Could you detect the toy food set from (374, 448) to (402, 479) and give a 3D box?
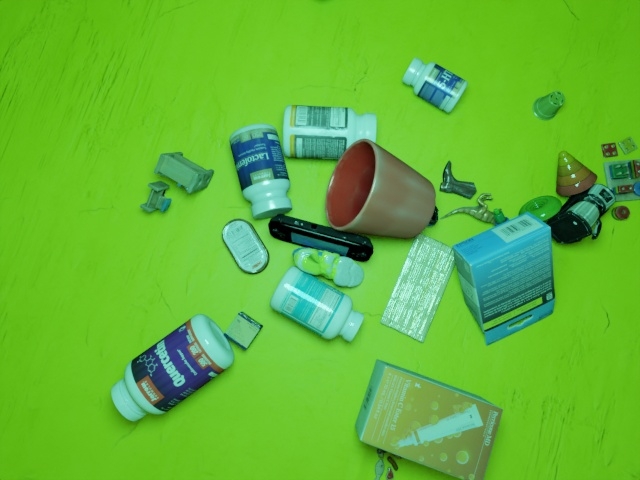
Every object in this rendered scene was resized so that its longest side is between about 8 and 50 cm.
[{"bbox_3d":[0.204,0.659,1.332,0.078,0.019,0.122,5,83,0],"label":"toy food set"}]

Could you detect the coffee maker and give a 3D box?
[{"bbox_3d":[0.785,-0.083,1.375,0.178,0.171,0.120,-37,108,-25],"label":"coffee maker"}]

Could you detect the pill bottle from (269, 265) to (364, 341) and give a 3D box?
[{"bbox_3d":[-0.007,0.197,1.325,0.264,0.146,0.146,30,84,3],"label":"pill bottle"}]

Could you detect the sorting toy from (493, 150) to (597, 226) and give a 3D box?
[{"bbox_3d":[0.668,-0.149,1.364,0.365,0.127,0.126,-36,108,-5],"label":"sorting toy"}]

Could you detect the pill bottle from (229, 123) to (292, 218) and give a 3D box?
[{"bbox_3d":[-0.178,-0.208,1.370,0.153,0.153,0.265,-15,84,-2],"label":"pill bottle"}]

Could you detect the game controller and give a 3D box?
[{"bbox_3d":[0.000,0.000,1.339,0.319,0.166,0.067,16,65,2],"label":"game controller"}]

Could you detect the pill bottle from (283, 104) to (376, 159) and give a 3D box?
[{"bbox_3d":[0.027,-0.333,1.383,0.278,0.162,0.162,3,83,-1],"label":"pill bottle"}]

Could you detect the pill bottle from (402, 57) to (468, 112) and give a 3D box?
[{"bbox_3d":[0.363,-0.503,1.431,0.187,0.112,0.112,31,84,3],"label":"pill bottle"}]

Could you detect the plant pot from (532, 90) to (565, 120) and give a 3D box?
[{"bbox_3d":[0.746,-0.443,1.443,0.083,0.079,0.083,0,84,-1],"label":"plant pot"}]

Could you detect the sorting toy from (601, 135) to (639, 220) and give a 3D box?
[{"bbox_3d":[0.995,-0.206,1.433,0.132,0.046,0.274,-5,83,-1],"label":"sorting toy"}]

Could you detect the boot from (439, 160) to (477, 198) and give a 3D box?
[{"bbox_3d":[0.449,-0.194,1.431,0.114,0.037,0.106,13,96,4],"label":"boot"}]

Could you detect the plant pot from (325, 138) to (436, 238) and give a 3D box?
[{"bbox_3d":[0.181,-0.126,1.299,0.243,0.275,0.275,18,82,-26],"label":"plant pot"}]

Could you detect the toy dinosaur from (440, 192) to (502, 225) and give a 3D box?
[{"bbox_3d":[0.500,-0.093,1.406,0.211,0.064,0.112,18,84,2],"label":"toy dinosaur"}]

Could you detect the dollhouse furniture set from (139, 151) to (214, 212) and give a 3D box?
[{"bbox_3d":[-0.444,-0.163,1.392,0.129,0.129,0.184,30,108,3],"label":"dollhouse furniture set"}]

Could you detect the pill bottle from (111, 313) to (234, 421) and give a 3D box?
[{"bbox_3d":[-0.423,0.369,1.282,0.323,0.181,0.181,-36,85,-5],"label":"pill bottle"}]

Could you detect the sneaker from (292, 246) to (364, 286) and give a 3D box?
[{"bbox_3d":[0.018,0.069,1.374,0.240,0.126,0.091,24,94,-28],"label":"sneaker"}]

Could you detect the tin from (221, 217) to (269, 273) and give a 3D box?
[{"bbox_3d":[-0.236,0.018,1.401,0.106,0.040,0.190,-33,84,0],"label":"tin"}]

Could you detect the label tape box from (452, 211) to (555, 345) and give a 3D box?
[{"bbox_3d":[0.555,0.121,1.333,0.249,0.115,0.347,-25,124,-2],"label":"label tape box"}]

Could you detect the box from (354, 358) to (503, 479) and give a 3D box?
[{"bbox_3d":[0.300,0.508,1.276,0.345,0.168,0.215,19,82,2],"label":"box"}]

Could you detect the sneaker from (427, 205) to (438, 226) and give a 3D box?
[{"bbox_3d":[0.318,-0.114,1.396,0.058,0.084,0.152,-29,84,-4],"label":"sneaker"}]

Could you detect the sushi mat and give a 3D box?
[{"bbox_3d":[0.314,0.144,1.398,0.151,0.019,0.316,23,84,3],"label":"sushi mat"}]

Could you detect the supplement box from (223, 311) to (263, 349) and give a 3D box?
[{"bbox_3d":[-0.234,0.273,1.358,0.083,0.056,0.083,34,84,4],"label":"supplement box"}]
